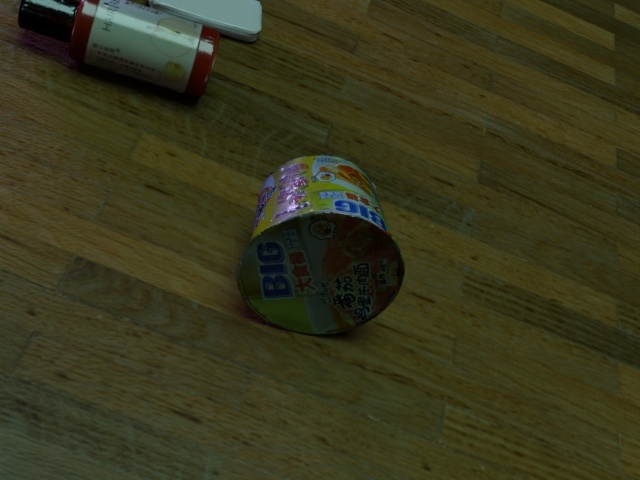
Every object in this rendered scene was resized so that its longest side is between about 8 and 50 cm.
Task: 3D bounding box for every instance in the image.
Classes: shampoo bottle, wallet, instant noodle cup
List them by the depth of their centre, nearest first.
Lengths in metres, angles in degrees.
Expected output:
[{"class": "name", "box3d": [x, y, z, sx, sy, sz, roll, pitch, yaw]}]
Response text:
[{"class": "instant noodle cup", "box3d": [0.000, 0.000, 1.256, 0.204, 0.205, 0.153, 15, 36, -13]}, {"class": "shampoo bottle", "box3d": [-0.290, -0.293, 1.426, 0.278, 0.104, 0.104, 16, 46, -12]}, {"class": "wallet", "box3d": [-0.186, -0.374, 1.599, 0.189, 0.033, 0.095, 12, 46, -17]}]
